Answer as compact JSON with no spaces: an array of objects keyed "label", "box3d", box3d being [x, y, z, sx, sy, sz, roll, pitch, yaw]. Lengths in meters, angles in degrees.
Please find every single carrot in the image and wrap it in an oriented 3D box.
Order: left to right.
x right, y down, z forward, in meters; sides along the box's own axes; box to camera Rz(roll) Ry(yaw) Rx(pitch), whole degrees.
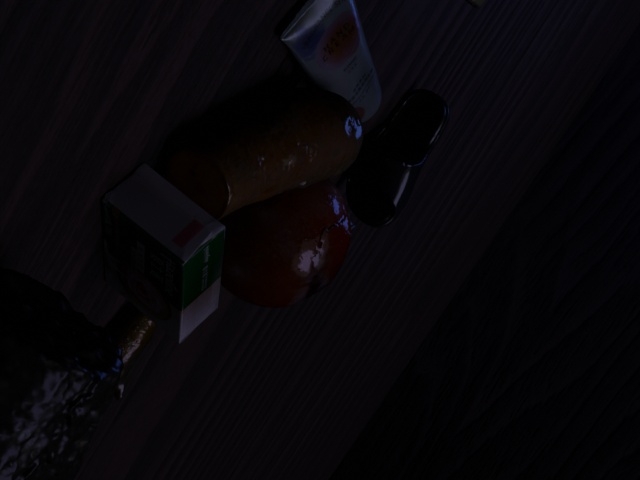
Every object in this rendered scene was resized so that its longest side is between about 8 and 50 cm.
[{"label":"carrot","box3d":[-0.064,-0.117,1.859,0.302,0.139,0.138,-28,151,-53]}]

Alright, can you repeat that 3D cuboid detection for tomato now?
[{"label":"tomato","box3d":[-0.054,-0.005,2.017,0.208,0.184,0.208,-46,161,-21]}]

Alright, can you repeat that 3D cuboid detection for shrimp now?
[{"label":"shrimp","box3d":[-0.288,0.187,2.000,0.262,0.066,0.117,-49,164,-4]}]

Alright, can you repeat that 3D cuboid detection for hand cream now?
[{"label":"hand cream","box3d":[0.025,-0.241,1.963,0.124,0.078,0.340,-49,159,-8]}]

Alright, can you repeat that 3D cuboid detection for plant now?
[{"label":"plant","box3d":[-0.367,0.196,1.539,0.312,0.215,0.213,-53,160,12]}]

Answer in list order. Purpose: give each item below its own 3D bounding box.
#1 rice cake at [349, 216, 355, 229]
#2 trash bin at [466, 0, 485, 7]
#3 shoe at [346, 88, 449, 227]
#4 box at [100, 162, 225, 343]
[{"label":"rice cake","box3d":[0.000,0.000,2.449,0.180,0.030,0.042,-34,169,-48]},{"label":"trash bin","box3d":[0.250,-0.443,1.995,0.247,0.121,0.243,-52,-178,11]},{"label":"shoe","box3d":[0.117,-0.142,2.353,0.241,0.108,0.093,-59,163,-3]},{"label":"box","box3d":[-0.192,0.018,1.783,0.081,0.135,0.199,-44,161,-26]}]
